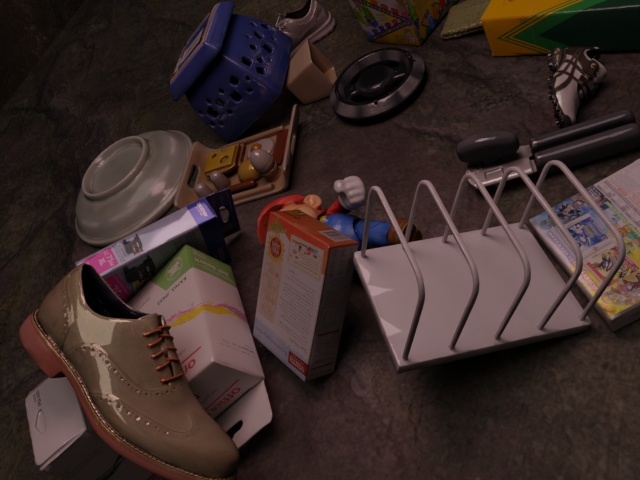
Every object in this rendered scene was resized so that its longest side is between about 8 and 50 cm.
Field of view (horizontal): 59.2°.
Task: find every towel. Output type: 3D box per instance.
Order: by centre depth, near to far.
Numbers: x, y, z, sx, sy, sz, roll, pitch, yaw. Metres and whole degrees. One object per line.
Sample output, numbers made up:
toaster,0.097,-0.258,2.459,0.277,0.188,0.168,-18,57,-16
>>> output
towel,0.345,-0.503,1.260,0.148,0.027,0.110,-2,55,41

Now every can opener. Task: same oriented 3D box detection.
can opener,0.371,-0.152,0.927,0.280,0.093,0.074,-12,48,18

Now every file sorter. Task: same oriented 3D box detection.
file sorter,0.209,0.021,0.735,0.277,0.173,0.193,-9,50,-12

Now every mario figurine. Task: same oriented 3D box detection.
mario figurine,0.000,0.000,0.980,0.320,0.170,0.198,15,62,38

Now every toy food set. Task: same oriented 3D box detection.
toy food set,-0.193,-0.193,1.319,0.306,0.092,0.220,-13,49,23

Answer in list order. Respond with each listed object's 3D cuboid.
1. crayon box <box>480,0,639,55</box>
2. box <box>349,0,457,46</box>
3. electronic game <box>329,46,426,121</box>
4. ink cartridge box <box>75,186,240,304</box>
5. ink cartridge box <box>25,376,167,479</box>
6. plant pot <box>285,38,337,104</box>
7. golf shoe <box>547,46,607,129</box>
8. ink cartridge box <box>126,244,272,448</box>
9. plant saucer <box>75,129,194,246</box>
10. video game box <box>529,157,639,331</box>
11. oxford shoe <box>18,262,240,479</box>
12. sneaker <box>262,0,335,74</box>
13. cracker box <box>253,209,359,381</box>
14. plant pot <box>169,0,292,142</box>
crayon box,0.538,-0.529,1.108,0.313,0.106,0.363,14,64,40
box,0.202,-0.666,1.315,0.177,0.279,0.290,25,71,43
electronic game,0.126,-0.356,1.276,0.229,0.048,0.229,-16,48,19
ink cartridge box,-0.290,0.028,1.097,0.311,0.186,0.065,-32,67,-15
ink cartridge box,-0.353,0.317,0.913,0.092,0.218,0.158,-42,44,-4
plant pot,-0.029,-0.401,1.380,0.096,0.109,0.109,-33,42,24
golf shoe,0.447,-0.274,0.981,0.093,0.077,0.198,-6,54,29
ink cartridge box,-0.226,0.202,0.970,0.207,0.119,0.353,-43,43,15
plant saucer,-0.523,-0.170,1.511,0.400,0.100,0.401,-17,48,21
video game box,0.430,0.000,0.787,0.187,0.048,0.205,-28,44,8
oxford shoe,-0.256,0.187,0.799,0.397,0.140,0.147,36,95,11
sneaker,-0.102,-0.567,1.548,0.281,0.115,0.105,-36,44,2
cracker box,-0.030,0.084,0.907,0.155,0.067,0.232,31,118,44
plant pot,-0.228,-0.425,1.396,0.236,0.212,0.236,-33,39,40
